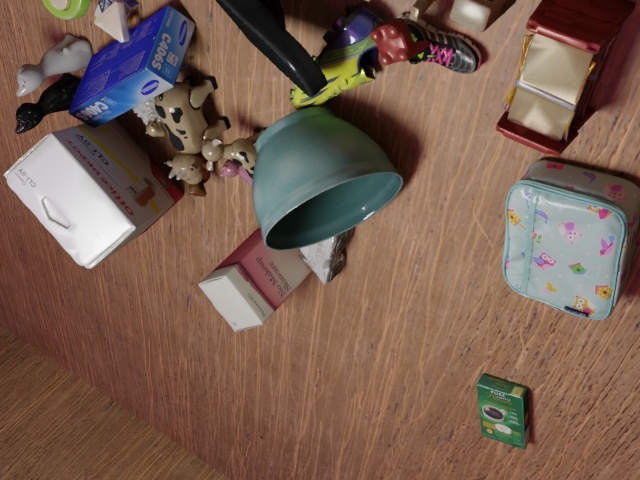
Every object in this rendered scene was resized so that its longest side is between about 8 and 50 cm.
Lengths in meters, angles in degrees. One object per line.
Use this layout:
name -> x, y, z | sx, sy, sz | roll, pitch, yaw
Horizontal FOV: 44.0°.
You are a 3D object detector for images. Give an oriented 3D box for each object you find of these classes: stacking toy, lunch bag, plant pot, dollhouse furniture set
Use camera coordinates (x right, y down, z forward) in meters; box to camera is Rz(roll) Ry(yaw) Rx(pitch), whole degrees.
stacking toy -> -0.508, -0.560, 1.611 | 0.309, 0.130, 0.279 | 27, 123, 18
lunch bag -> 0.429, 0.004, 1.388 | 0.224, 0.108, 0.279 | 19, 136, 28
plant pot -> -0.013, -0.134, 1.543 | 0.196, 0.293, 0.293 | 64, 146, 16
dollhouse furniture set -> 0.253, -0.311, 1.211 | 0.374, 0.152, 0.201 | 28, 140, 18

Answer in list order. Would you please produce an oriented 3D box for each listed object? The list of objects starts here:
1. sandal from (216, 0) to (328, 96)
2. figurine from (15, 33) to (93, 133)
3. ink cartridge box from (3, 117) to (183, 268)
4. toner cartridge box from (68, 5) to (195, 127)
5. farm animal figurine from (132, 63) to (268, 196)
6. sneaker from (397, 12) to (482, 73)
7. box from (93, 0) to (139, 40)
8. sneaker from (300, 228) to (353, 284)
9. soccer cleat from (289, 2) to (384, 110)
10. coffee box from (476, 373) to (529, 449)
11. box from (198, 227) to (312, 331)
sandal -> -0.114, -0.431, 1.427 | 0.445, 0.107, 0.167 | 49, 180, 23
figurine -> -0.653, -0.373, 1.905 | 0.092, 0.209, 0.215 | 37, 142, 8
ink cartridge box -> -0.515, -0.126, 1.867 | 0.160, 0.384, 0.279 | -39, 97, 14
toner cartridge box -> -0.418, -0.371, 1.728 | 0.075, 0.165, 0.348 | 29, 154, -35
farm animal figurine -> -0.262, -0.215, 1.739 | 0.330, 0.172, 0.326 | -7, 120, 45
sneaker -> 0.185, -0.319, 1.325 | 0.170, 0.075, 0.063 | 32, 141, 14
box -> -0.450, -0.511, 1.746 | 0.081, 0.028, 0.136 | 44, 140, -2
sneaker -> 0.000, 0.000, 1.783 | 0.115, 0.090, 0.232 | 34, 141, 17
soccer cleat -> 0.035, -0.309, 1.458 | 0.121, 0.093, 0.289 | 36, 144, -6
coffee box -> 0.422, 0.394, 1.817 | 0.113, 0.040, 0.184 | 13, 133, 33
box -> -0.143, 0.080, 1.863 | 0.127, 0.232, 0.148 | -19, 112, 50
